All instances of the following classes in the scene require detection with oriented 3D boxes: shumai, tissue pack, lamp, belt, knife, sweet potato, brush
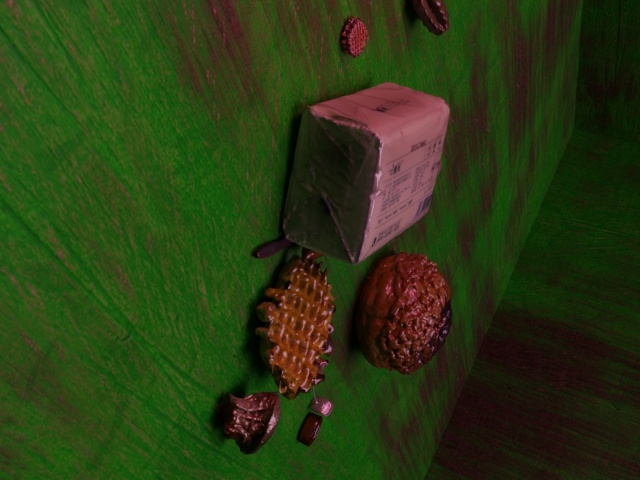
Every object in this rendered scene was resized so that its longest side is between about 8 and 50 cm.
[{"bbox_3d":[-0.154,0.355,1.661,0.116,0.145,0.146,28,78,-23],"label":"shumai"},{"bbox_3d":[0.104,-0.153,1.716,0.380,0.207,0.297,-29,134,-57],"label":"tissue pack"},{"bbox_3d":[-0.009,0.358,2.029,0.050,0.056,0.198,-50,145,-35],"label":"lamp"},{"bbox_3d":[-0.026,0.484,2.097,0.083,0.036,0.059,-62,161,-21],"label":"belt"},{"bbox_3d":[-0.072,-0.002,1.683,0.247,0.018,0.036,-30,130,-61],"label":"knife"},{"bbox_3d":[0.001,0.002,1.767,0.055,0.058,0.202,66,21,-6],"label":"sweet potato"},{"bbox_3d":[0.217,-0.576,1.848,0.071,0.084,0.301,-39,146,5],"label":"brush"}]

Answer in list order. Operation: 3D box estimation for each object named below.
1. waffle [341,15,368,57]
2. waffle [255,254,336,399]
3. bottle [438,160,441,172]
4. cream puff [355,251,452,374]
[{"bbox_3d":[0.069,-0.418,1.677,0.083,0.029,0.075,42,65,-61],"label":"waffle"},{"bbox_3d":[-0.048,0.193,1.763,0.329,0.062,0.330,-23,116,-61],"label":"waffle"},{"bbox_3d":[0.228,-0.249,2.031,0.120,0.120,0.253,-64,155,-18],"label":"bottle"},{"bbox_3d":[0.245,0.201,2.247,0.343,0.231,0.327,-40,138,-50],"label":"cream puff"}]
